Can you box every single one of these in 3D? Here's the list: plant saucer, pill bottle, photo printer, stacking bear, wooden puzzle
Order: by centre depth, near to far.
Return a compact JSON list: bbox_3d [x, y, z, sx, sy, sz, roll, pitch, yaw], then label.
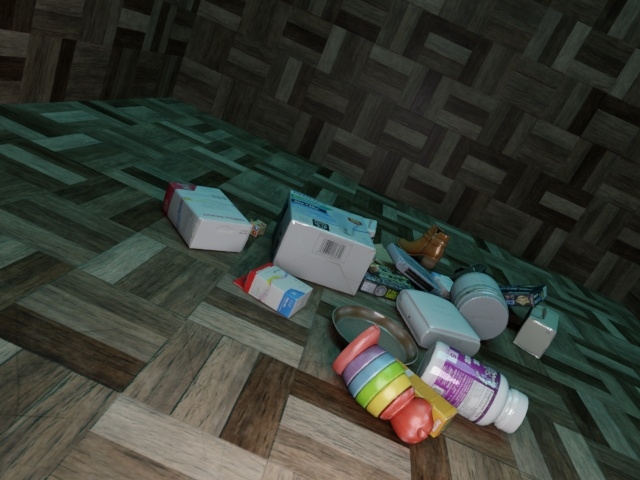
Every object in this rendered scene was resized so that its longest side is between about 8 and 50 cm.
[{"bbox_3d":[0.180,0.396,1.230,0.164,0.175,0.289,-35,64,-16],"label":"stacking bear"},{"bbox_3d":[0.448,0.442,1.397,0.302,0.169,0.169,28,20,9],"label":"pill bottle"},{"bbox_3d":[0.174,0.323,1.556,0.311,0.050,0.310,22,20,-8],"label":"plant saucer"},{"bbox_3d":[0.446,0.308,1.823,0.256,0.107,0.307,18,21,-19],"label":"photo printer"},{"bbox_3d":[0.333,0.105,2.315,0.239,0.044,0.221,40,24,26],"label":"wooden puzzle"}]

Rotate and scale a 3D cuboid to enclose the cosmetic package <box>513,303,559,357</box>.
[{"bbox_3d":[1.001,0.406,2.160,0.129,0.153,0.296,32,19,21],"label":"cosmetic package"}]

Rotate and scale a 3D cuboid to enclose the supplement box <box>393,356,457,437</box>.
[{"bbox_3d":[0.264,0.439,1.325,0.233,0.078,0.080,36,23,30],"label":"supplement box"}]

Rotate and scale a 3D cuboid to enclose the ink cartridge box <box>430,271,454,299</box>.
[{"bbox_3d":[0.608,0.234,2.266,0.105,0.061,0.181,17,21,-20],"label":"ink cartridge box"}]

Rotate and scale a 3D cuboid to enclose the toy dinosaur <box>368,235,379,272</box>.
[{"bbox_3d":[0.212,0.050,2.038,0.064,0.118,0.268,-4,19,3],"label":"toy dinosaur"}]

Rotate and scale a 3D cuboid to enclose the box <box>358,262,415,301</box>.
[{"bbox_3d":[0.270,0.175,2.028,0.270,0.060,0.216,18,20,-18],"label":"box"}]

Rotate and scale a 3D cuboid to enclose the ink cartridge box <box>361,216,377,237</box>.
[{"bbox_3d":[0.124,-0.051,2.270,0.279,0.116,0.201,13,19,6],"label":"ink cartridge box"}]

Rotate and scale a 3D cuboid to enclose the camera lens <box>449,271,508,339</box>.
[{"bbox_3d":[0.677,0.275,2.009,0.220,0.219,0.274,25,20,2],"label":"camera lens"}]

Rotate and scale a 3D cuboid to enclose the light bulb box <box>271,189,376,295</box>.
[{"bbox_3d":[0.000,0.000,1.915,0.358,0.225,0.361,20,21,-13],"label":"light bulb box"}]

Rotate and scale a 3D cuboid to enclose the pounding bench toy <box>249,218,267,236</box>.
[{"bbox_3d":[-0.285,-0.059,1.985,0.083,0.052,0.065,31,21,18],"label":"pounding bench toy"}]

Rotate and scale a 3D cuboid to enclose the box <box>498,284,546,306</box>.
[{"bbox_3d":[0.945,0.273,2.338,0.296,0.073,0.293,-4,-1,37],"label":"box"}]

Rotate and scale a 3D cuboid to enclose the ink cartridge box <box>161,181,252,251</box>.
[{"bbox_3d":[-0.437,-0.092,1.778,0.226,0.131,0.306,7,28,-42],"label":"ink cartridge box"}]

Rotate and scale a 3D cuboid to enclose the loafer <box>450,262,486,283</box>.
[{"bbox_3d":[0.793,0.178,2.514,0.130,0.133,0.366,33,21,21],"label":"loafer"}]

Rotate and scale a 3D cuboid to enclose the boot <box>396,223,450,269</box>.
[{"bbox_3d":[0.563,0.002,2.566,0.109,0.220,0.283,5,27,-42],"label":"boot"}]

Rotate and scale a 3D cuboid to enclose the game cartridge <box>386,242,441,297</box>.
[{"bbox_3d":[0.436,0.138,2.204,0.297,0.062,0.198,38,12,-23],"label":"game cartridge"}]

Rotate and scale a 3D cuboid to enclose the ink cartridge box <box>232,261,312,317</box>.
[{"bbox_3d":[-0.160,0.151,1.562,0.231,0.077,0.134,30,20,15],"label":"ink cartridge box"}]
